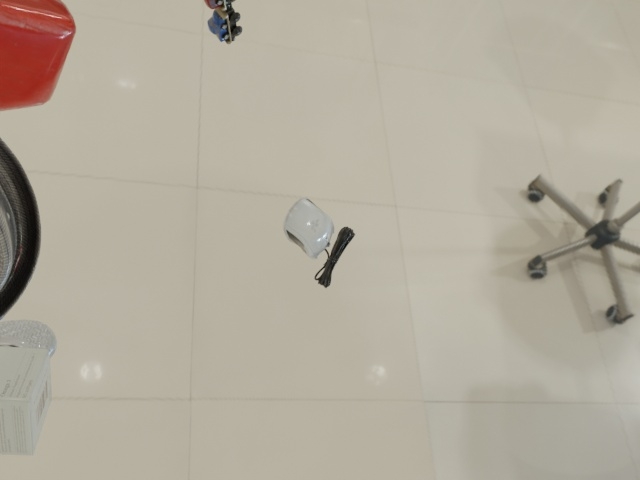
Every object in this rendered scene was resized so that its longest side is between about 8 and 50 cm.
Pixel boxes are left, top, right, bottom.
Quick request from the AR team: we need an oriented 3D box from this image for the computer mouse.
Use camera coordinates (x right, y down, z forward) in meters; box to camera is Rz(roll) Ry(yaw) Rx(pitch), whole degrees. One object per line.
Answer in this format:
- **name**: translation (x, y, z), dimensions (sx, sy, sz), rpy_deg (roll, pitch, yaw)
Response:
- **computer mouse**: translation (0.000, 0.000, 0.980), dimensions (0.042, 0.193, 0.106), rpy_deg (28, 81, 29)

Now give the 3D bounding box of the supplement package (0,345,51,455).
- **supplement package**: translation (-0.467, 0.211, 0.854), dimensions (0.179, 0.105, 0.105), rpy_deg (5, 32, -11)

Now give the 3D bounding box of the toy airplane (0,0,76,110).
- **toy airplane**: translation (-0.362, -0.147, 0.261), dimensions (0.386, 0.384, 0.272), rpy_deg (-22, 55, 3)

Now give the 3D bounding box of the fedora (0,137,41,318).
- **fedora**: translation (-0.400, -0.021, 0.619), dimensions (0.244, 0.124, 0.275), rpy_deg (-27, 107, -28)

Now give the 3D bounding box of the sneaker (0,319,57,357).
- **sneaker**: translation (-0.657, 0.292, 1.244), dimensions (0.366, 0.210, 0.137), rpy_deg (-35, 72, -9)

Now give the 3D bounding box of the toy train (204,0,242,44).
- **toy train**: translation (-0.111, -0.268, 0.685), dimensions (0.036, 0.158, 0.027), rpy_deg (-32, 70, -13)
